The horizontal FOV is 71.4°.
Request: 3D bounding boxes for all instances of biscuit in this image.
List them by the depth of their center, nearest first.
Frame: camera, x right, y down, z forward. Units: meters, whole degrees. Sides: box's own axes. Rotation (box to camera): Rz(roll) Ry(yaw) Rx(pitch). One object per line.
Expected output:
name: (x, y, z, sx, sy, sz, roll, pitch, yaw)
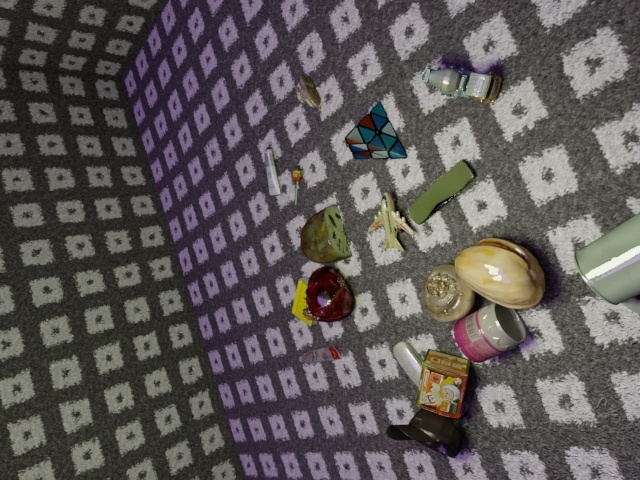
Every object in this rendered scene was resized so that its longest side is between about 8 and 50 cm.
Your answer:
biscuit: (0.474, -0.181, 1.765, 0.322, 0.038, 0.099, -48, 62, 39)

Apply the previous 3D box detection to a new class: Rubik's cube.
Rubik's cube: (0.200, -0.446, 1.960, 0.234, 0.284, 0.250, 134, 142, -62)

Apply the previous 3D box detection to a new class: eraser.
eraser: (-0.065, 0.321, 2.364, 0.158, 0.069, 0.226, 32, 118, 37)

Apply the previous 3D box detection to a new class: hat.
hat: (0.447, 0.746, 1.833, 0.238, 0.336, 0.209, -34, 35, 59)

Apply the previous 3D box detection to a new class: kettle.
kettle: (0.945, 0.040, 1.267, 0.318, 0.264, 0.205, -46, 35, 39)

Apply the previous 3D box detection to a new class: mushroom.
mushroom: (0.485, 0.203, 1.718, 0.226, 0.178, 0.227, -12, 73, 44)

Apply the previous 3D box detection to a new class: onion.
onion: (0.036, 0.260, 2.154, 0.280, 0.221, 0.281, 0, 90, 27)

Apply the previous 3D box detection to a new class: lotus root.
lotus root: (-0.011, -0.008, 2.200, 0.260, 0.149, 0.267, -22, 79, 44)

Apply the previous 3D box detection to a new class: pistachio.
pistachio: (0.626, 0.111, 1.548, 0.308, 0.229, 0.230, 25, 115, 44)

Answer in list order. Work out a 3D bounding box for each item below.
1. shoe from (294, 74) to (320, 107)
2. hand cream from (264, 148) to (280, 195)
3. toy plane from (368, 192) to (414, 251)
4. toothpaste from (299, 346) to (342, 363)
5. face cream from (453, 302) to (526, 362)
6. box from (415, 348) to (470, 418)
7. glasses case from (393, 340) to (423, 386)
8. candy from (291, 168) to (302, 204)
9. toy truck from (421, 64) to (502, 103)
shoe: (-0.073, -0.710, 2.161, 0.092, 0.089, 0.180, -37, 70, 41)
hand cream: (-0.266, -0.371, 2.441, 0.079, 0.048, 0.256, -4, 96, 43)
toy plane: (0.299, -0.079, 1.910, 0.241, 0.104, 0.256, 9, 104, 46)
toothpaste: (-0.009, 0.619, 2.385, 0.300, 0.048, 0.075, -23, 77, 42)
face cream: (0.617, 0.334, 1.628, 0.195, 0.175, 0.175, -43, 68, 42)
box: (0.490, 0.570, 1.784, 0.177, 0.148, 0.195, 12, 108, 20)
glasses case: (0.410, 0.549, 1.951, 0.233, 0.059, 0.092, 53, 126, 20)
candy: (-0.125, -0.280, 2.330, 0.060, 0.060, 0.201, 26, 124, 38)
toy truck: (0.499, -0.565, 1.595, 0.256, 0.140, 0.108, 29, 116, 37)
